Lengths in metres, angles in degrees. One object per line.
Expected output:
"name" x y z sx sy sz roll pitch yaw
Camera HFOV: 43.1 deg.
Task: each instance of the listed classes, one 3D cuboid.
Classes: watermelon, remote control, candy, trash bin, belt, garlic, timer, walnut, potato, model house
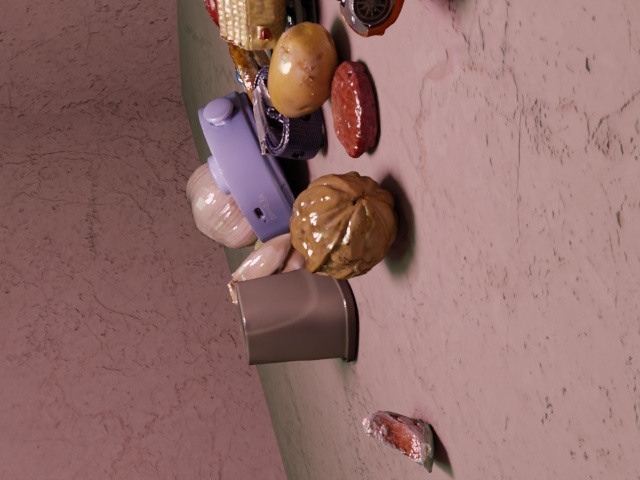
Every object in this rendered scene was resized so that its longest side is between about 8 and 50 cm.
"watermelon" 0.146 0.351 1.490 0.071 0.139 0.187 -66 16 0
"remote control" -0.052 -0.558 1.714 0.140 0.056 0.296 -132 33 -61
"candy" -0.250 -0.525 2.567 0.088 0.038 0.136 -113 9 -50
"trash bin" -0.064 0.181 1.917 0.219 0.250 0.220 -111 16 -52
"belt" -0.068 -0.290 1.847 0.139 0.126 0.230 -41 56 47
"garlic" -0.257 -0.122 2.449 0.317 0.259 0.317 48 -166 -16
"timer" -0.202 -0.210 2.104 0.395 0.173 0.395 -25 -90 -86
"garlic" -0.108 0.066 2.086 0.210 0.292 0.237 52 176 44
"walnut" 0.040 -0.026 1.473 0.245 0.198 0.198 120 138 -68
"potato" -0.034 -0.330 1.619 0.234 0.150 0.146 93 158 -66
"model house" -0.145 -0.521 1.675 0.254 0.160 0.196 -121 25 -47

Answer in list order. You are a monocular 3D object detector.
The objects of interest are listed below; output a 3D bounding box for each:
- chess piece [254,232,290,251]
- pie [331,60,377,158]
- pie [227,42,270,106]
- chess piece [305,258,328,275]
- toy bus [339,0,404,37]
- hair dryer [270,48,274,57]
"chess piece" -0.135 0.037 2.359 0.251 0.144 0.144 110 148 -52
"pie" 0.059 -0.244 1.520 0.182 0.050 0.182 171 90 -75
"pie" -0.153 -0.400 2.048 0.308 0.085 0.308 -23 -90 -90
"chess piece" 0.000 0.000 1.906 0.200 0.090 0.090 -104 9 -64
"toy bus" 0.089 -0.437 1.046 0.143 0.153 0.329 -119 24 -56
"hair dryer" -0.107 -0.473 2.035 0.150 0.047 0.071 -116 18 -65
